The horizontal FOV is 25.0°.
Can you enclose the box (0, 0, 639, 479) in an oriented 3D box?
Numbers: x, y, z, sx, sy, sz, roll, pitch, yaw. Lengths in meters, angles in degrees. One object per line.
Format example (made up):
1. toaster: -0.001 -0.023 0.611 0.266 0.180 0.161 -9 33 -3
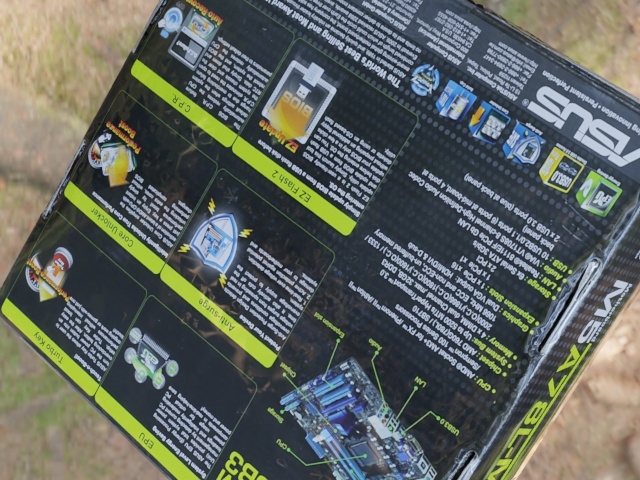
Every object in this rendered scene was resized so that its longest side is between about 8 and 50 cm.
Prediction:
1. box: 0.000 0.000 0.471 0.045 0.190 0.184 8 114 -57
